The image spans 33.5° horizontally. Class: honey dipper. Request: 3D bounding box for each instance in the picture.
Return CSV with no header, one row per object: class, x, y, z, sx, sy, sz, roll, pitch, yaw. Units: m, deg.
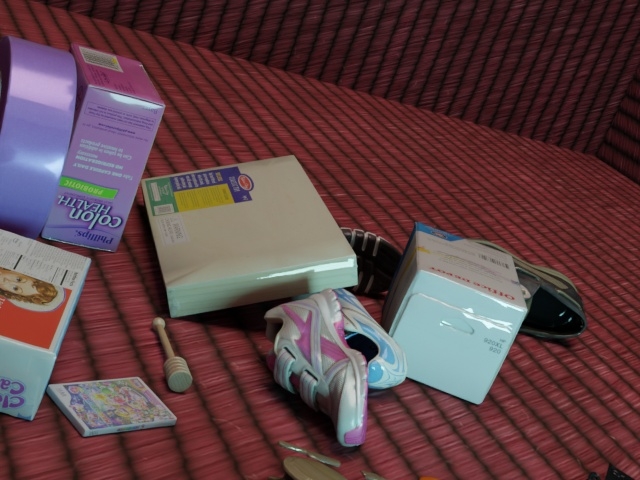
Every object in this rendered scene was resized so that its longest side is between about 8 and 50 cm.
honey dipper,-0.192,0.137,1.333,0.030,0.030,0.161,12,18,-25

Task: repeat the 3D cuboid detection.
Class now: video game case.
video game case,-0.232,0.184,1.185,0.122,0.011,0.087,1,28,-45

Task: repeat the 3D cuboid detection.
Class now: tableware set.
tableware set,0.042,0.288,1.159,0.194,0.039,0.128,23,6,-15

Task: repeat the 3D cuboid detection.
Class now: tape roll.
tape roll,-0.417,-0.135,1.452,0.090,0.275,0.275,12,21,-25

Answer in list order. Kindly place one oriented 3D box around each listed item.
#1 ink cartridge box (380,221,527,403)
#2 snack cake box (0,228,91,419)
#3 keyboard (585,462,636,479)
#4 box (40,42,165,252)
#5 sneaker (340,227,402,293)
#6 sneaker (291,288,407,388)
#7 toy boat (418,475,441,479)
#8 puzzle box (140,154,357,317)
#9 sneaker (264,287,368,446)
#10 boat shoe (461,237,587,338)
ink cartridge box,0.195,0.105,1.621,0.171,0.168,0.233,20,19,-1
snack cake box,-0.361,0.083,1.203,0.152,0.089,0.264,20,19,-10
keyboard,0.388,0.347,1.397,0.108,0.023,0.180,33,20,12
box,-0.343,-0.143,1.604,0.117,0.243,0.213,12,21,-25
sneaker,0.000,0.000,1.806,0.281,0.106,0.162,14,17,-19
sneaker,0.029,0.126,1.510,0.086,0.085,0.237,17,16,-46
toy boat,0.081,0.291,1.012,0.231,0.151,0.151,14,20,-21
puzzle box,-0.124,-0.021,1.638,0.272,0.052,0.409,-10,27,-10
sneaker,-0.008,0.168,1.355,0.111,0.103,0.252,-10,37,-12
boat shoe,0.329,0.090,1.872,0.355,0.132,0.130,12,21,-24
